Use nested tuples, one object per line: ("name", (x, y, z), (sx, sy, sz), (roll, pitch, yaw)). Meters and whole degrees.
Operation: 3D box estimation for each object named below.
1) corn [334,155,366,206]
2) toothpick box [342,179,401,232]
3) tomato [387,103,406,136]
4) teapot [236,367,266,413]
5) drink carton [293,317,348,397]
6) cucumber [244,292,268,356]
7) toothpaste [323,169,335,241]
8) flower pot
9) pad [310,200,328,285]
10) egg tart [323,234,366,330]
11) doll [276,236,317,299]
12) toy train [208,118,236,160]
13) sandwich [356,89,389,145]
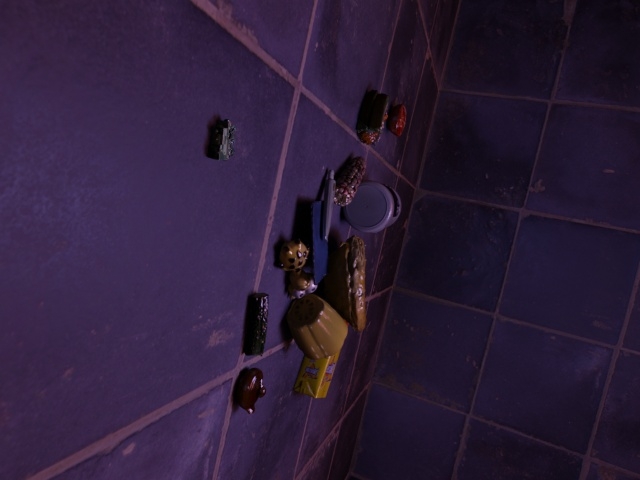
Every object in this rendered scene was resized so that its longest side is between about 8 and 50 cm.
("corn", (0.106, -0.228, 1.629), (0.280, 0.092, 0.092), (-63, 157, -45))
("toothpick box", (0.224, -0.141, 1.850), (0.316, 0.229, 0.229), (-13, 115, -70))
("tomato", (0.371, -0.591, 2.124), (0.155, 0.069, 0.156), (13, 90, -67))
("teapot", (-0.195, 0.435, 1.248), (0.098, 0.078, 0.129), (1, 102, -70))
("drink carton", (0.010, 0.466, 1.796), (0.154, 0.111, 0.351), (51, 57, -66))
("cucumber", (-0.174, 0.236, 1.203), (0.058, 0.058, 0.187), (-28, 129, -65))
("toothpaste", (0.028, -0.120, 1.473), (0.067, 0.037, 0.256), (68, 25, -77))
("flower pot", (-0.022, 0.285, 1.491), (0.195, 0.195, 0.179), (-64, 145, -32))
("pad", (0.000, 0.000, 1.443), (0.269, 0.012, 0.269), (-21, 110, -80))
("egg tart", (0.104, 0.165, 1.683), (0.388, 0.169, 0.388), (-3, 90, -82))
("doll", (-0.072, 0.098, 1.354), (0.117, 0.086, 0.291), (-29, 143, -15))
("toy train", (-0.198, -0.202, 0.870), (0.053, 0.033, 0.083), (-25, 127, -61))
("sandwich", (0.220, -0.484, 1.725), (0.160, 0.109, 0.185), (48, 58, -65))
